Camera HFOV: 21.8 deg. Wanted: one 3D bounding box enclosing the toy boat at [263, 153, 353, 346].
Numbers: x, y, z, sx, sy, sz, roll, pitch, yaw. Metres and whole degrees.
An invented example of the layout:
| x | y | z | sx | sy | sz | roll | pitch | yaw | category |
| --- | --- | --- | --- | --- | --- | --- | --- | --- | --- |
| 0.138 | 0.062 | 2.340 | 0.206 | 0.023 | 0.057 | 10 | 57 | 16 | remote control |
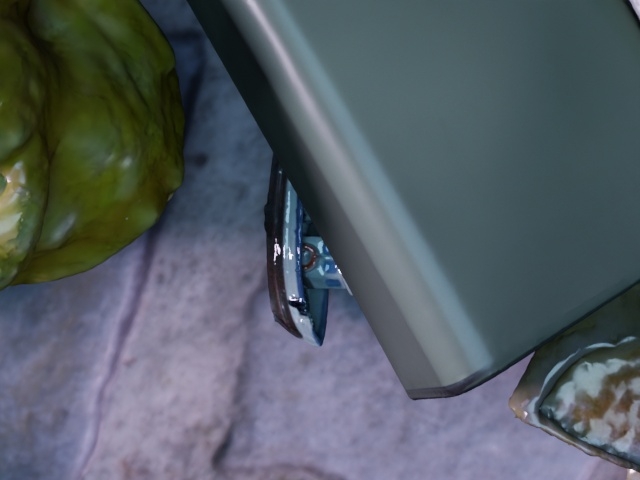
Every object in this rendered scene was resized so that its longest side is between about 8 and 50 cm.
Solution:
| x | y | z | sx | sy | sz | roll | pitch | yaw | category |
| --- | --- | --- | --- | --- | --- | --- | --- | --- | --- |
| 0.000 | 0.000 | 1.090 | 0.066 | 0.059 | 0.140 | 3 | 91 | 20 | toy boat |

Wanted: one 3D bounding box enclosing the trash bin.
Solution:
| x | y | z | sx | sy | sz | roll | pitch | yaw | category |
| --- | --- | --- | --- | --- | --- | --- | --- | --- | --- |
| 0.073 | -0.105 | 1.005 | 0.223 | 0.158 | 0.343 | -31 | 92 | -11 | trash bin |

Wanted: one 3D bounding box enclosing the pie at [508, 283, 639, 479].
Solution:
| x | y | z | sx | sy | sz | roll | pitch | yaw | category |
| --- | --- | --- | --- | --- | --- | --- | --- | --- | --- |
| 0.280 | 0.159 | 1.069 | 0.338 | 0.075 | 0.337 | -1 | 99 | -6 | pie |

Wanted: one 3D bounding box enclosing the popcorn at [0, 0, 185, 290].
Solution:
| x | y | z | sx | sy | sz | roll | pitch | yaw | category |
| --- | --- | --- | --- | --- | --- | --- | --- | --- | --- |
| -0.208 | -0.076 | 0.991 | 0.276 | 0.276 | 0.225 | 14 | 110 | 3 | popcorn |

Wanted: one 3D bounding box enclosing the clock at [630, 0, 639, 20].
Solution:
| x | y | z | sx | sy | sz | roll | pitch | yaw | category |
| --- | --- | --- | --- | --- | --- | --- | --- | --- | --- |
| 0.247 | -0.136 | 0.992 | 0.053 | 0.236 | 0.236 | -36 | 93 | 38 | clock |
